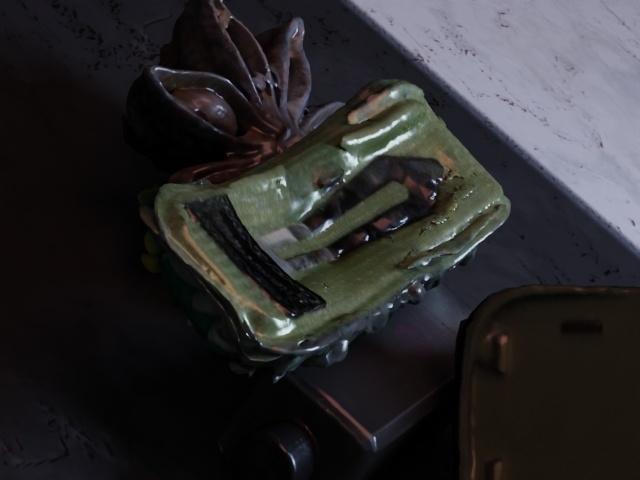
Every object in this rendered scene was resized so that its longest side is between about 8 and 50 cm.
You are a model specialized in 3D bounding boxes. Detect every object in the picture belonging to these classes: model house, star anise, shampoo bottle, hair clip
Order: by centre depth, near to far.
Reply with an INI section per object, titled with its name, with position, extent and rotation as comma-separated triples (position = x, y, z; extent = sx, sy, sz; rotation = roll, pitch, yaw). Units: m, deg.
[hair clip]
position = -0.001, 0.001, 1.053
extent = 0.138, 0.091, 0.321
rotation = 50, 34, 8
[shampoo bottle]
position = 0.023, 0.095, 1.069
extent = 0.080, 0.079, 0.246
rotation = 40, 28, 13
[model house]
position = 0.199, 0.159, 1.127
extent = 0.205, 0.218, 0.278
rotation = 3, -12, 14
[star anise]
position = -0.048, -0.047, 1.193
extent = 0.236, 0.109, 0.223
rotation = 10, 60, -49
